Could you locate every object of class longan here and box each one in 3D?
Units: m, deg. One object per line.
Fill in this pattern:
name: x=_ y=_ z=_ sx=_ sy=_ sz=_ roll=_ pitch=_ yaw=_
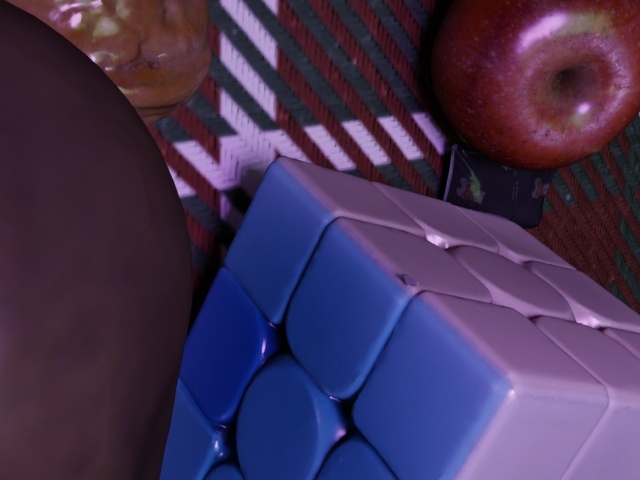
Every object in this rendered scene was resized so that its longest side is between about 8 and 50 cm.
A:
longan: x=-0.220 y=0.058 z=0.453 sx=0.360 sy=0.361 sz=0.361 roll=-15 pitch=114 yaw=-36

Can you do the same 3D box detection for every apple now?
apple: x=0.189 y=-0.160 z=0.854 sx=0.201 sy=0.162 sz=0.201 roll=-8 pitch=124 yaw=-12

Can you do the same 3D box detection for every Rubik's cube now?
Rubik's cube: x=0.077 y=0.147 z=0.737 sx=0.291 sy=0.292 sz=0.290 roll=11 pitch=114 yaw=-41

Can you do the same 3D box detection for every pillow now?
pillow: x=0.173 y=-0.051 z=0.956 sx=0.150 sy=0.048 sz=0.091 roll=-5 pitch=100 yaw=-35

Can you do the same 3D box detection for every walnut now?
walnut: x=-0.143 y=-0.127 z=0.596 sx=0.166 sy=0.149 sz=0.167 roll=-39 pitch=156 yaw=-21
